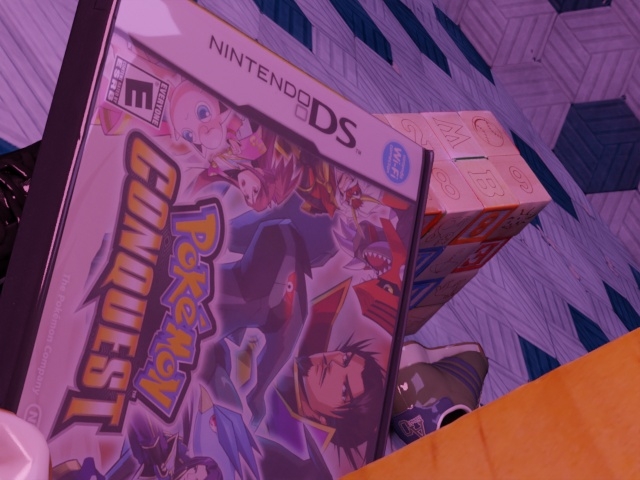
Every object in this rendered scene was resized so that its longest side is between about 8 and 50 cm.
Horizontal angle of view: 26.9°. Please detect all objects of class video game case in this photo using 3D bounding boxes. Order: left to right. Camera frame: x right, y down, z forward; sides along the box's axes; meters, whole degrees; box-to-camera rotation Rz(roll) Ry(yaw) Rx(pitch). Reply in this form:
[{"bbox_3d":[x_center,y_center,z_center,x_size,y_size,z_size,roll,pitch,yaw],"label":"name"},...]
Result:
[{"bbox_3d":[-0.047,0.032,0.691,0.248,0.035,0.275,28,65,-42],"label":"video game case"}]

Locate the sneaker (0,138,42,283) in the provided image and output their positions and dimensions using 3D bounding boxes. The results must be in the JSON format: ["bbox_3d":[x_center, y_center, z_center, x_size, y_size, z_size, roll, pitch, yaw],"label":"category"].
[{"bbox_3d":[-0.150,-0.031,0.696,0.079,0.121,0.217,54,18,9],"label":"sneaker"}]

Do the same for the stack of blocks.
[{"bbox_3d":[0.000,0.000,0.910,0.297,0.171,0.087,-6,57,-47],"label":"stack of blocks"}]

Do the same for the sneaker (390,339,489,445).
[{"bbox_3d":[0.097,0.132,1.086,0.192,0.064,0.086,11,51,-63],"label":"sneaker"}]

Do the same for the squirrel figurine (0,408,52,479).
[{"bbox_3d":[-0.223,0.062,0.230,0.370,0.281,0.397,40,34,-61],"label":"squirrel figurine"}]

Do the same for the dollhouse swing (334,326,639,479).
[{"bbox_3d":[0.139,0.264,0.496,0.305,0.347,0.315,53,16,-28],"label":"dollhouse swing"}]
